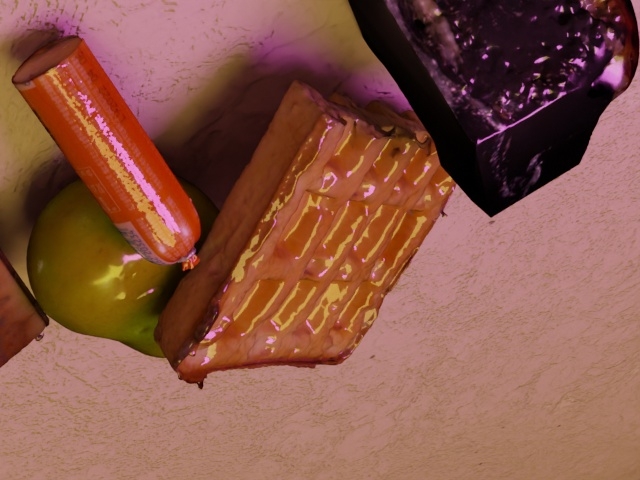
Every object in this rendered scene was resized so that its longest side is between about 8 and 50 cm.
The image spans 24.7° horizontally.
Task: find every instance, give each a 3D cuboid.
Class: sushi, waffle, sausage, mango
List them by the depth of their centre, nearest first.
[{"bbox_3d":[-0.173,-0.064,1.263,0.071,0.071,0.234,-29,116,6],"label":"sausage"},{"bbox_3d":[0.155,-0.193,1.268,0.212,0.227,0.215,-32,156,-1],"label":"sushi"},{"bbox_3d":[-0.174,0.020,1.438,0.185,0.149,0.273,-44,150,10],"label":"mango"},{"bbox_3d":[0.001,0.000,1.444,0.304,0.077,0.348,-58,155,14],"label":"waffle"}]

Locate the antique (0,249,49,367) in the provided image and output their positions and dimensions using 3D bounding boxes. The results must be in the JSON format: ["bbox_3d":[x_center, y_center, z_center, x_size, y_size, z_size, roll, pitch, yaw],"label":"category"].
[{"bbox_3d":[-0.347,0.016,1.333,0.093,0.087,0.310,-42,153,-13],"label":"antique"}]
